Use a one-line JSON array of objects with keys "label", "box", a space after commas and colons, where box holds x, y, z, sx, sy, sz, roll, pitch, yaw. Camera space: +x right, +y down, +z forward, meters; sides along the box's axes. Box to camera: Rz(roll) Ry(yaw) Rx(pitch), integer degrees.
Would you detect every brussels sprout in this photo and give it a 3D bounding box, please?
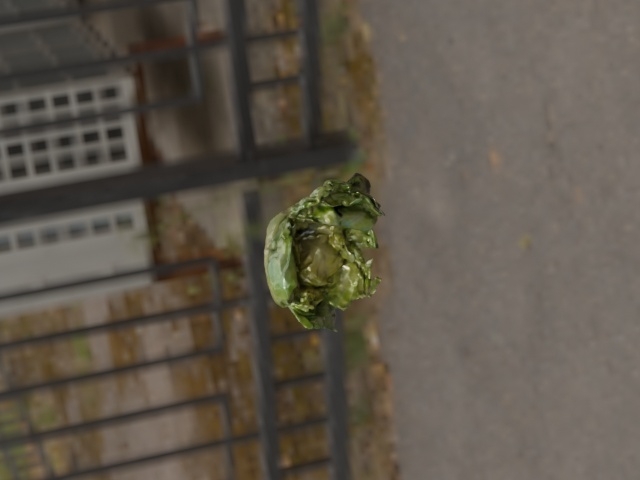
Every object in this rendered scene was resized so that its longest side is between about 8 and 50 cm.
[{"label": "brussels sprout", "box": [0.000, 0.000, 1.038, 0.058, 0.085, 0.085, 51, 149, 35]}]
